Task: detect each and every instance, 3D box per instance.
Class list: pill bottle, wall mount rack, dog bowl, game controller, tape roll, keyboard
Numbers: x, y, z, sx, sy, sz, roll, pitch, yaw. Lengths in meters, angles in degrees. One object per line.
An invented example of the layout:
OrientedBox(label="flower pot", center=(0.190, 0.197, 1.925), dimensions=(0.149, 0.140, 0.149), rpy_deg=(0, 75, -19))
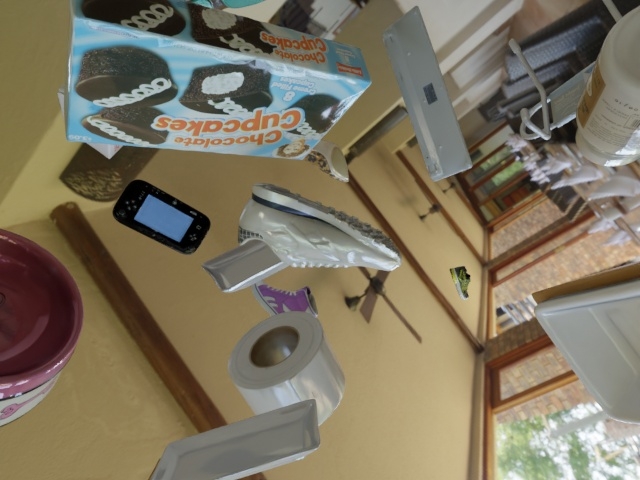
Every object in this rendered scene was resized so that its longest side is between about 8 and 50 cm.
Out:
OrientedBox(label="pill bottle", center=(0.420, -0.188, 0.563), dimensions=(0.131, 0.131, 0.229), rpy_deg=(63, -169, 21))
OrientedBox(label="wall mount rack", center=(0.559, -0.403, 0.944), dimensions=(0.130, 0.350, 0.304), rpy_deg=(26, -125, -21))
OrientedBox(label="dog bowl", center=(-0.655, 0.145, 0.809), dimensions=(0.408, 0.150, 0.408), rpy_deg=(44, -157, -25))
OrientedBox(label="game controller", center=(-0.551, -0.078, 1.494), dimensions=(0.319, 0.167, 0.067), rpy_deg=(32, -173, -31))
OrientedBox(label="tape roll", center=(-0.079, 0.315, 1.034), dimensions=(0.246, 0.246, 0.169), rpy_deg=(-78, -31, -58))
OrientedBox(label="keyboard", center=(0.163, -0.223, 0.659), dimensions=(0.014, 0.072, 0.256), rpy_deg=(-20, -89, -48))

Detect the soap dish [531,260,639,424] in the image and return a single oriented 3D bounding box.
OrientedBox(label="soap dish", center=(0.453, 0.125, 0.547), dimensions=(0.118, 0.291, 0.229), rpy_deg=(-30, -99, -20))

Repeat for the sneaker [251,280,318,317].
OrientedBox(label="sneaker", center=(-0.113, 0.197, 1.456), dimensions=(0.282, 0.161, 0.102), rpy_deg=(42, -176, 32))

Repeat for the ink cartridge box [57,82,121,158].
OrientedBox(label="ink cartridge box", center=(-0.619, -0.490, 1.364), dimensions=(0.166, 0.285, 0.395), rpy_deg=(39, -113, -14))

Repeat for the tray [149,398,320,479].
OrientedBox(label="tray", center=(-0.130, 0.335, 0.673), dimensions=(0.145, 0.270, 0.030), rpy_deg=(-120, 13, -83))

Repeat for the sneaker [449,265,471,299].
OrientedBox(label="sneaker", center=(0.289, 0.086, 0.855), dimensions=(0.083, 0.035, 0.031), rpy_deg=(59, -161, -29))

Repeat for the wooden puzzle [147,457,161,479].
OrientedBox(label="wooden puzzle", center=(-0.282, 0.455, 0.748), dimensions=(0.078, 0.014, 0.117), rpy_deg=(-59, -35, -65))

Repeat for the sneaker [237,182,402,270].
OrientedBox(label="sneaker", center=(0.000, 0.000, 0.603), dimensions=(0.235, 0.095, 0.090), rpy_deg=(22, -170, 0))

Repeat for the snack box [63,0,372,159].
OrientedBox(label="snack box", center=(-0.120, -0.178, 0.512), dimensions=(0.321, 0.187, 0.060), rpy_deg=(-3, -110, -33))

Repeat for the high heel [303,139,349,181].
OrientedBox(label="high heel", center=(-0.025, -0.283, 1.438), dimensions=(0.261, 0.186, 0.093), rpy_deg=(45, -119, -35))

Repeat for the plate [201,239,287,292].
OrientedBox(label="plate", center=(-0.207, 0.065, 1.313), dimensions=(0.278, 0.277, 0.045), rpy_deg=(26, 139, 59))

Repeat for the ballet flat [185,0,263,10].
OrientedBox(label="ballet flat", center=(-0.228, -0.534, 0.881), dimensions=(0.116, 0.342, 0.124), rpy_deg=(4, -115, -79))
